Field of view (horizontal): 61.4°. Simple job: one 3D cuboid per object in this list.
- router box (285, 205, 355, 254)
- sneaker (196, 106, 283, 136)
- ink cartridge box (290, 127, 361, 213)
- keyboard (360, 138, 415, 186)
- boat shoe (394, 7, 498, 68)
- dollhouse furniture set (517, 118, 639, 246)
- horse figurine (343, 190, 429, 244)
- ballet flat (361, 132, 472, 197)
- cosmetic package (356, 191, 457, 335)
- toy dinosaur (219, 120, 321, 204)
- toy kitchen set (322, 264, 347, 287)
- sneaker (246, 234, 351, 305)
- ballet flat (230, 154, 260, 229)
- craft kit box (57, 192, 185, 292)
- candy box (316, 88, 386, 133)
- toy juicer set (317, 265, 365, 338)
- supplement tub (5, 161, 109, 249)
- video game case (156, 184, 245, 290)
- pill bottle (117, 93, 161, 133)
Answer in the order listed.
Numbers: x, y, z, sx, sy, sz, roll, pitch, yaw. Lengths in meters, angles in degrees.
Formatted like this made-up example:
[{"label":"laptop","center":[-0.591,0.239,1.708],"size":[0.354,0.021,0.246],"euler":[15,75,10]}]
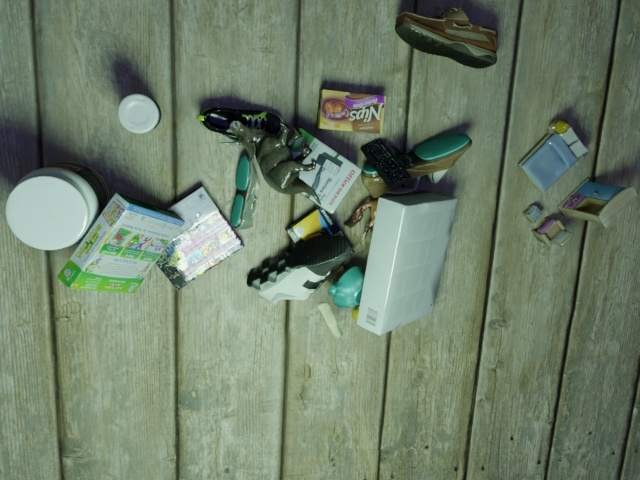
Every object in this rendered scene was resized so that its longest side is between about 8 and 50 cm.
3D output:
[{"label":"router box","center":[0.000,0.000,1.597],"size":[0.133,0.046,0.178],"euler":[-36,108,-2]},{"label":"sneaker","center":[-0.212,-0.310,1.449],"size":[0.235,0.097,0.084],"euler":[1,103,-13]},{"label":"ink cartridge box","center":[-0.010,-0.190,1.505],"size":[0.209,0.087,0.153],"euler":[33,93,-3]},{"label":"keyboard","center":[0.192,-0.234,1.520],"size":[0.100,0.192,0.038],"euler":[-23,141,-9]},{"label":"boat shoe","center":[0.362,-0.586,1.518],"size":[0.324,0.123,0.119],"euler":[11,95,-23]},{"label":"dollhouse furniture set","center":[0.745,-0.176,1.651],"size":[0.286,0.198,0.303],"euler":[-44,108,-1]},{"label":"horse figurine","center":[0.209,-0.070,1.621],"size":[0.264,0.066,0.174],"euler":[4,109,-17]},{"label":"ballet flat","center":[0.286,-0.209,1.592],"size":[0.343,0.116,0.124],"euler":[-22,127,-7]},{"label":"cosmetic package","center":[0.252,0.057,1.555],"size":[0.285,0.098,0.376],"euler":[-8,113,-45]},{"label":"toy dinosaur","center":[-0.103,-0.203,1.417],"size":[0.160,0.121,0.313],"euler":[-39,88,18]},{"label":"toy kitchen set","center":[0.056,0.129,1.628],"size":[0.083,0.068,0.075],"euler":[-42,108,-1]},{"label":"sneaker","center":[-0.037,0.093,1.544],"size":[0.331,0.122,0.146],"euler":[-23,125,25]},{"label":"ballet flat","center":[-0.205,-0.135,1.517],"size":[0.068,0.072,0.213],"euler":[1,105,-41]},{"label":"craft kit box","center":[-0.486,0.017,1.349],"size":[0.061,0.250,0.246],"euler":[34,92,18]},{"label":"candy box","center":[0.087,-0.364,1.531],"size":[0.187,0.053,0.109],"euler":[3,102,-13]},{"label":"toy juicer set","center":[0.088,0.168,1.588],"size":[0.329,0.090,0.209],"euler":[-33,138,-35]},{"label":"supplement tub","center":[-0.630,-0.088,1.311],"size":[0.191,0.272,0.191],"euler":[-3,103,-13]},{"label":"video game case","center":[-0.366,-0.006,1.512],"size":[0.232,0.042,0.210],"euler":[-35,107,-3]},{"label":"pill bottle","center":[-0.449,-0.318,1.354],"size":[0.094,0.169,0.094],"euler":[-3,103,-12]}]
